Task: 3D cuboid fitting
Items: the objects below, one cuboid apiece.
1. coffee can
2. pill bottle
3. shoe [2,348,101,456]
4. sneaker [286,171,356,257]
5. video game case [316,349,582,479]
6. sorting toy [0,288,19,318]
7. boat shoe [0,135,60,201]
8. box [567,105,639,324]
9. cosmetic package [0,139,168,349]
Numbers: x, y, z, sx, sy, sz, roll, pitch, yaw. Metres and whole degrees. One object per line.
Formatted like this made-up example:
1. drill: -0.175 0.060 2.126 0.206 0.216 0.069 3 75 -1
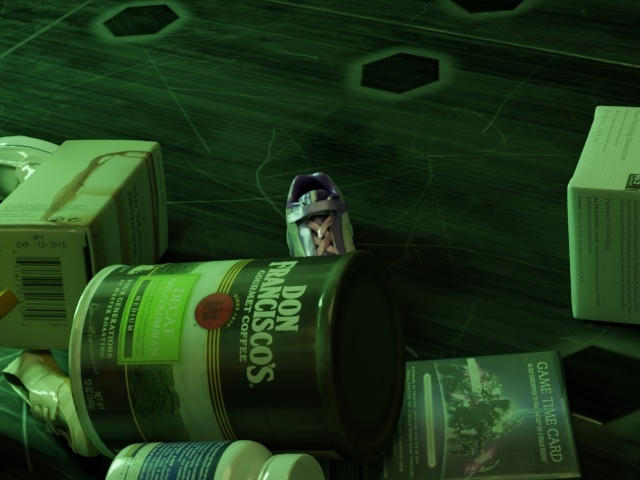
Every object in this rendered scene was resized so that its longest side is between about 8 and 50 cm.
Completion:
1. coffee can: -0.078 0.117 1.470 0.275 0.201 0.201 -4 33 22
2. pill bottle: -0.094 0.240 1.372 0.187 0.112 0.112 -6 31 27
3. shoe: -0.284 0.173 1.579 0.058 0.076 0.219 -23 28 -17
4. sneaker: 0.000 0.000 1.751 0.095 0.104 0.236 -8 34 -3
5. video game case: 0.116 0.188 1.516 0.274 0.026 0.196 -4 33 5
6. sorting toy: -0.444 0.153 1.555 0.307 0.041 0.229 -25 17 38
7. boat shoe: -0.354 -0.064 1.937 0.268 0.096 0.088 15 35 18
8. box: 0.349 -0.029 1.649 0.119 0.181 0.181 5 35 19
9. cosmetic package: -0.274 -0.002 1.717 0.129 0.153 0.296 1 23 9
